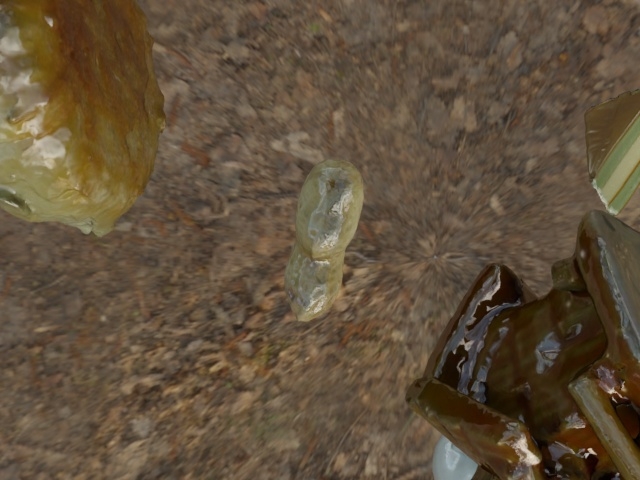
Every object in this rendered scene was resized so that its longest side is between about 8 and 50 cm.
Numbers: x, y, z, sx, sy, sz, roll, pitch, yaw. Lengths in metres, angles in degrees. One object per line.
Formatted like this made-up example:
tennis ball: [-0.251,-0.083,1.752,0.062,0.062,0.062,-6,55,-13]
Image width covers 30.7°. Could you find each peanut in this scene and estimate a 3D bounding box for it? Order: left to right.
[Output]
peanut: [0.001,0.000,1.554,0.085,0.104,0.228,13,106,1]

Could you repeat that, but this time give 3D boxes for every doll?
doll: [0.205,0.245,1.256,0.110,0.180,0.107,24,60,-31]

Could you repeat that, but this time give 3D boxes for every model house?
model house: [0.163,0.135,0.693,0.199,0.220,0.229,24,135,-25]

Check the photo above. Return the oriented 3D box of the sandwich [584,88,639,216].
sandwich: [0.417,-0.122,1.540,0.113,0.163,0.079,-23,122,27]

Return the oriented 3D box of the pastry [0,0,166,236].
pastry: [-0.209,-0.135,0.867,0.120,0.236,0.257,-9,59,16]
